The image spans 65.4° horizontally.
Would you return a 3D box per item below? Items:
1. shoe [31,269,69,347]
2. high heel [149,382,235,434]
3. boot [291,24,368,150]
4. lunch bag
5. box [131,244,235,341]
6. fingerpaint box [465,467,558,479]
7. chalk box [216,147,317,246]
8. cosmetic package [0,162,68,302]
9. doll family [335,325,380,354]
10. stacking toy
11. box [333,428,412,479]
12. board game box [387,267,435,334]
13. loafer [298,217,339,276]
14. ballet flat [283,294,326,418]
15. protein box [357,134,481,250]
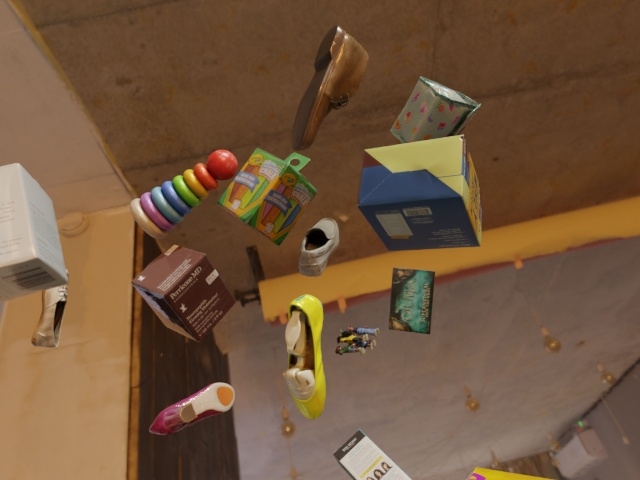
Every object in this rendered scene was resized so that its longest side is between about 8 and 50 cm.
[{"bbox_3d":[-0.705,0.179,1.331,0.058,0.219,0.076,12,-5,7],"label":"shoe"},{"bbox_3d":[-0.323,0.437,1.288,0.117,0.082,0.244,-27,-5,22],"label":"high heel"},{"bbox_3d":[0.025,-0.332,1.142,0.115,0.305,0.112,25,-9,-27],"label":"boot"},{"bbox_3d":[0.414,-0.412,1.732,0.262,0.160,0.223,7,-53,-35],"label":"lunch bag"},{"bbox_3d":[-0.388,0.149,1.429,0.167,0.168,0.203,13,-40,39],"label":"box"},{"bbox_3d":[0.404,0.608,0.720,0.371,0.444,0.163,-5,0,34],"label":"fingerpaint box"},{"bbox_3d":[-0.150,-0.165,1.596,0.289,0.180,0.179,-56,-41,-4],"label":"chalk box"},{"bbox_3d":[-0.556,-0.007,0.867,0.151,0.183,0.151,-17,-19,-14],"label":"cosmetic package"},{"bbox_3d":[0.111,0.317,1.600,0.111,0.076,0.193,-8,-5,32],"label":"doll family"},{"bbox_3d":[-0.388,-0.153,1.462,0.330,0.141,0.141,-37,-41,3],"label":"stacking toy"},{"bbox_3d":[0.149,0.609,1.282,0.100,0.244,0.060,-36,-50,-20],"label":"box"},{"bbox_3d":[0.269,0.177,1.476,0.126,0.186,0.026,4,-1,15],"label":"board game box"},{"bbox_3d":[0.000,0.000,1.699,0.112,0.319,0.111,4,-59,10],"label":"loafer"},{"bbox_3d":[-0.035,0.215,0.906,0.077,0.231,0.077,0,-2,28],"label":"ballet flat"},{"bbox_3d":[0.206,-0.084,1.001,0.200,0.136,0.201,-4,-28,26],"label":"protein box"}]
